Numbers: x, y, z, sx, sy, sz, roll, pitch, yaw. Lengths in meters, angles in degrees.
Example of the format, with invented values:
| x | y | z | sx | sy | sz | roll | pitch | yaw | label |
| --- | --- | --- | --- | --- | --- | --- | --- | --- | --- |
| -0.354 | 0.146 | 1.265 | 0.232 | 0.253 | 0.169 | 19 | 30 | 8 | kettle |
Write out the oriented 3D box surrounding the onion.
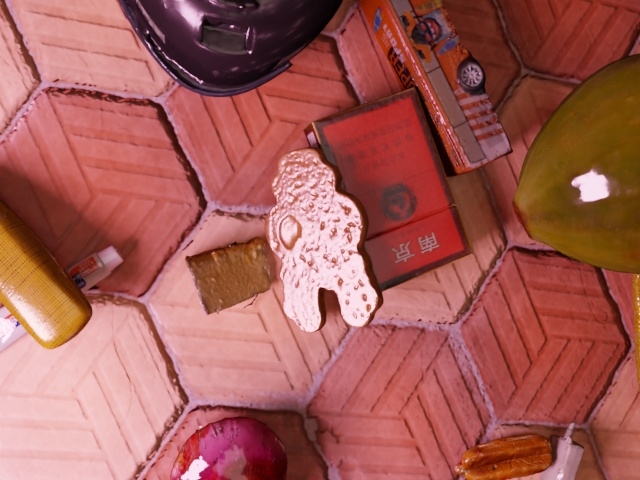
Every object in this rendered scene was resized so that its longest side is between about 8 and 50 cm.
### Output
| x | y | z | sx | sy | sz | roll | pitch | yaw | label |
| --- | --- | --- | --- | --- | --- | --- | --- | --- | --- |
| -0.107 | 0.300 | 0.850 | 0.150 | 0.140 | 0.150 | -2 | 105 | -9 | onion |

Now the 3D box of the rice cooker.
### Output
| x | y | z | sx | sy | sz | roll | pitch | yaw | label |
| --- | --- | --- | --- | --- | --- | --- | --- | --- | --- |
| -0.105 | -0.310 | 0.823 | 0.267 | 0.224 | 0.267 | 0 | 90 | -13 | rice cooker |

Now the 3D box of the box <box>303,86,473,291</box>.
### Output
| x | y | z | sx | sy | sz | roll | pitch | yaw | label |
| --- | --- | --- | --- | --- | --- | --- | --- | --- | --- |
| 0.090 | -0.065 | 0.942 | 0.153 | 0.074 | 0.240 | -21 | 94 | -16 | box |

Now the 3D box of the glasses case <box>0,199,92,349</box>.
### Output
| x | y | z | sx | sy | sz | roll | pitch | yaw | label |
| --- | --- | --- | --- | --- | --- | --- | --- | --- | --- |
| -0.358 | 0.022 | 0.817 | 0.079 | 0.064 | 0.234 | -43 | 84 | -7 | glasses case |

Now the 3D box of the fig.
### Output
| x | y | z | sx | sy | sz | roll | pitch | yaw | label |
| --- | --- | --- | --- | --- | --- | --- | --- | --- | --- |
| 0.409 | -0.087 | 0.926 | 0.316 | 0.316 | 0.316 | 0 | 88 | -14 | fig |

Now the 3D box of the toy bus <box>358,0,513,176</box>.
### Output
| x | y | z | sx | sy | sz | roll | pitch | yaw | label |
| --- | --- | --- | --- | --- | --- | --- | --- | --- | --- |
| 0.131 | -0.283 | 0.948 | 0.092 | 0.093 | 0.409 | -28 | 94 | -11 | toy bus |

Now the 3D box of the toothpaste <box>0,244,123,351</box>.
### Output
| x | y | z | sx | sy | sz | roll | pitch | yaw | label |
| --- | --- | --- | --- | --- | --- | --- | --- | --- | --- |
| -0.339 | 0.077 | 0.856 | 0.218 | 0.033 | 0.052 | -34 | 91 | -8 | toothpaste |

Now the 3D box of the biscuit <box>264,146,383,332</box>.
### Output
| x | y | z | sx | sy | sz | roll | pitch | yaw | label |
| --- | --- | --- | --- | --- | --- | --- | --- | --- | --- |
| -0.003 | 0.000 | 0.901 | 0.144 | 0.040 | 0.236 | -11 | 90 | 21 | biscuit |

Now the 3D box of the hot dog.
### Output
| x | y | z | sx | sy | sz | roll | pitch | yaw | label |
| --- | --- | --- | --- | --- | --- | --- | --- | --- | --- |
| 0.258 | 0.308 | 0.991 | 0.144 | 0.038 | 0.062 | -7 | 93 | -12 | hot dog |

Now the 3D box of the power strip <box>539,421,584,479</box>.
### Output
| x | y | z | sx | sy | sz | roll | pitch | yaw | label |
| --- | --- | --- | --- | --- | --- | --- | --- | --- | --- |
| 0.333 | 0.350 | 1.003 | 0.030 | 0.047 | 0.191 | 22 | 84 | -17 | power strip |

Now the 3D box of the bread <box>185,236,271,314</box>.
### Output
| x | y | z | sx | sy | sz | roll | pitch | yaw | label |
| --- | --- | --- | --- | --- | --- | --- | --- | --- | --- |
| -0.108 | 0.045 | 0.886 | 0.109 | 0.080 | 0.084 | -17 | 94 | -12 | bread |

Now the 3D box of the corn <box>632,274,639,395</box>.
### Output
| x | y | z | sx | sy | sz | roll | pitch | yaw | label |
| --- | --- | --- | --- | --- | --- | --- | --- | --- | --- |
| 0.504 | 0.146 | 1.033 | 0.081 | 0.081 | 0.249 | -3 | 90 | -14 | corn |
